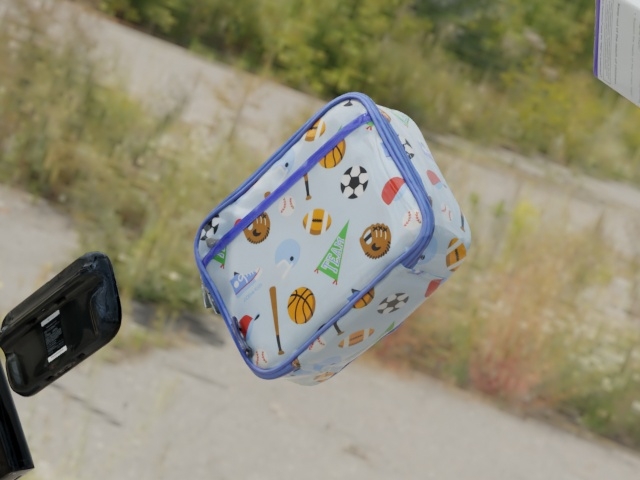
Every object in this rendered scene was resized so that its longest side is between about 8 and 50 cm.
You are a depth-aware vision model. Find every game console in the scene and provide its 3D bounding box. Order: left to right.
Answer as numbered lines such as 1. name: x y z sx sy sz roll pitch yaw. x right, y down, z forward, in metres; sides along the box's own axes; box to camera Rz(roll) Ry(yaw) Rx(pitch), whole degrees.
1. game console: -0.336 0.144 1.854 0.044 0.361 0.213 -1 64 -48

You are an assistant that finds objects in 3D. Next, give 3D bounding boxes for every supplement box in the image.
1. supplement box: 0.377 -0.185 1.645 0.111 0.114 0.220 -13 30 -18

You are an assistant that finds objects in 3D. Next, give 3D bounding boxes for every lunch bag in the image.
1. lunch bag: 0.000 0.000 1.775 0.115 0.303 0.243 16 40 -52
